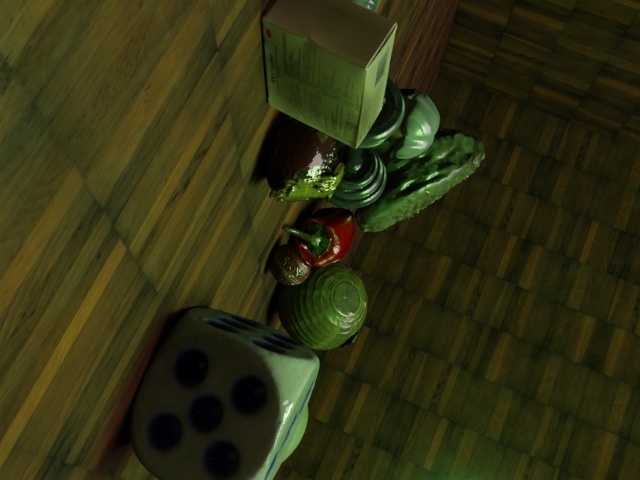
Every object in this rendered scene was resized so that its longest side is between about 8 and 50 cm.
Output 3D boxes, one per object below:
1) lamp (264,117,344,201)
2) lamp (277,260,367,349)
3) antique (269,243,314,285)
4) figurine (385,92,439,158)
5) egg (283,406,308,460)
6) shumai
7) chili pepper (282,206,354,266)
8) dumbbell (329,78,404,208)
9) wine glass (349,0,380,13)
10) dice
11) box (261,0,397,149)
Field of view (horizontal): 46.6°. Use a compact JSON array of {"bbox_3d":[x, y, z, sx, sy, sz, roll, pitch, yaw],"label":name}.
[{"bbox_3d":[-0.024,-0.140,1.310,0.156,0.135,0.157,-44,153,-72],"label":"lamp"},{"bbox_3d":[-0.010,0.176,1.998,0.284,0.250,0.250,-21,-146,51],"label":"lamp"},{"bbox_3d":[-0.069,0.056,1.701,0.104,0.104,0.104,23,90,-82],"label":"antique"},{"bbox_3d":[0.159,-0.283,1.756,0.133,0.236,0.176,-60,168,-46],"label":"figurine"},{"bbox_3d":[-0.156,0.446,1.788,0.295,0.218,0.218,-53,166,-29],"label":"egg"},{"bbox_3d":[0.210,-0.234,1.980,0.397,0.323,0.324,-31,176,-11],"label":"shumai"},{"bbox_3d":[0.004,0.003,1.846,0.338,0.134,0.131,-43,136,-75],"label":"chili pepper"},{"bbox_3d":[0.075,-0.212,1.613,0.406,0.179,0.179,97,18,-64],"label":"dumbbell"},{"bbox_3d":[0.027,-0.323,1.258,0.103,0.103,0.222,-17,131,-80],"label":"wine glass"},{"bbox_3d":[-0.153,0.263,1.222,0.259,0.243,0.251,19,94,-79],"label":"dice"},{"bbox_3d":[0.008,-0.253,1.084,0.095,0.168,0.212,-60,170,-21],"label":"box"}]
